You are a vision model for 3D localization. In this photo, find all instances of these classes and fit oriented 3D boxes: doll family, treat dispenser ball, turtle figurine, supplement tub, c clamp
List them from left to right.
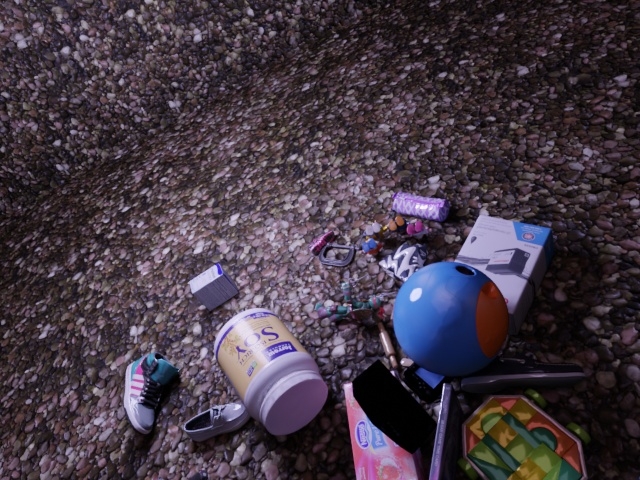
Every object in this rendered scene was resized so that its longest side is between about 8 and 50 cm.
[{"bbox_3d":[-0.153,0.388,1.445,0.241,0.241,0.331,-41,45,-10],"label":"supplement tub"},{"bbox_3d":[0.073,0.039,1.791,0.160,0.022,0.137,1,58,26],"label":"c clamp"},{"bbox_3d":[0.112,0.202,1.528,0.234,0.175,0.118,-22,46,25],"label":"turtle figurine"},{"bbox_3d":[0.247,-0.036,1.674,0.262,0.163,0.118,-20,76,11],"label":"doll family"},{"bbox_3d":[0.328,0.198,1.224,0.288,0.288,0.288,-14,47,16],"label":"treat dispenser ball"}]

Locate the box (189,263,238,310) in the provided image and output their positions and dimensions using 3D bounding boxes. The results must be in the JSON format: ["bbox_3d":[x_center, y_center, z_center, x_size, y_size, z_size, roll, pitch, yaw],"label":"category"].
[{"bbox_3d":[-0.408,0.179,1.841,0.137,0.126,0.072,-32,43,-2],"label":"box"}]

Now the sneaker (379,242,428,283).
[{"bbox_3d":[0.318,0.083,1.569,0.153,0.094,0.235,-47,36,-5],"label":"sneaker"}]

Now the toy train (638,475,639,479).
[{"bbox_3d":[0.686,0.539,0.971,0.080,0.105,0.184,14,60,35],"label":"toy train"}]

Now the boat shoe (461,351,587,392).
[{"bbox_3d":[0.512,0.331,1.238,0.302,0.114,0.091,-8,54,20],"label":"boat shoe"}]

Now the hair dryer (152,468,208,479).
[{"bbox_3d":[-0.456,0.792,1.364,0.293,0.080,0.224,-21,46,11],"label":"hair dryer"}]

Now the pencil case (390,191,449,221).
[{"bbox_3d":[0.361,-0.127,1.736,0.206,0.088,0.086,14,62,35],"label":"pencil case"}]

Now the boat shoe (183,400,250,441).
[{"bbox_3d":[-0.320,0.558,1.495,0.227,0.081,0.079,-26,45,5],"label":"boat shoe"}]

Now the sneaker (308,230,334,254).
[{"bbox_3d":[0.000,0.000,1.848,0.119,0.047,0.057,-39,34,-10],"label":"sneaker"}]

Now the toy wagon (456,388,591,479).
[{"bbox_3d":[0.501,0.519,1.112,0.267,0.068,0.344,-41,45,-10],"label":"toy wagon"}]

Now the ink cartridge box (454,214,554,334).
[{"bbox_3d":[0.525,0.094,1.427,0.223,0.129,0.307,17,62,37],"label":"ink cartridge box"}]

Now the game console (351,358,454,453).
[{"bbox_3d":[0.242,0.369,1.242,0.213,0.044,0.361,46,42,17],"label":"game console"}]

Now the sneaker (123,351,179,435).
[{"bbox_3d":[-0.571,0.501,1.655,0.178,0.124,0.295,-37,43,7],"label":"sneaker"}]

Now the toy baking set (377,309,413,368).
[{"bbox_3d":[0.281,0.300,1.444,0.196,0.030,0.256,-21,45,10],"label":"toy baking set"}]

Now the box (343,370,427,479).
[{"bbox_3d":[0.166,0.515,1.236,0.154,0.142,0.300,-19,46,13],"label":"box"}]

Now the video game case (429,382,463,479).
[{"bbox_3d":[0.299,0.507,1.136,0.026,0.196,0.274,1,53,28],"label":"video game case"}]
